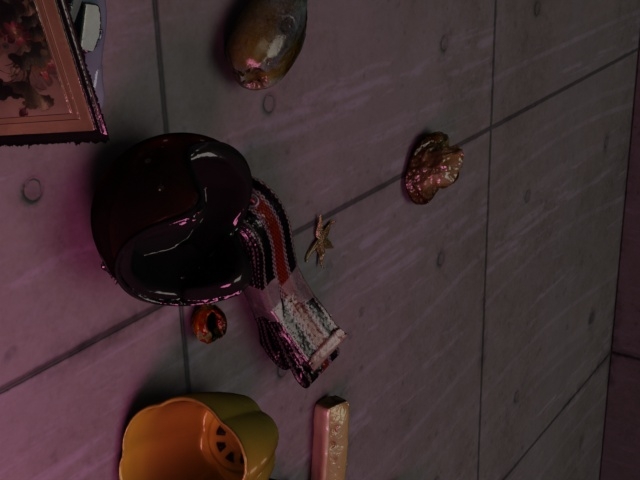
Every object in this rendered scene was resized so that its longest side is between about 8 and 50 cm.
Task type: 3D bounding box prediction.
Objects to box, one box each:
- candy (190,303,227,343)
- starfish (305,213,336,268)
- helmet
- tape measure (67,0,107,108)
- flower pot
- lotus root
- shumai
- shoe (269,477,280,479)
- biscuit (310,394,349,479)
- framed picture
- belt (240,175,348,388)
[{"bbox_3d":[-0.164,0.056,1.389,0.055,0.049,0.185,-27,115,-59],"label":"candy"},{"bbox_3d":[0.000,0.000,1.640,0.092,0.016,0.086,-51,137,-32],"label":"starfish"},{"bbox_3d":[-0.174,-0.028,1.189,0.216,0.193,0.189,-51,144,-18],"label":"helmet"},{"bbox_3d":[-0.298,-0.224,1.015,0.181,0.107,0.182,-21,121,-60],"label":"tape measure"},{"bbox_3d":[-0.152,0.296,1.366,0.179,0.195,0.195,-5,106,-70],"label":"flower pot"},{"bbox_3d":[-0.065,-0.295,1.368,0.113,0.088,0.192,74,38,-62],"label":"lotus root"},{"bbox_3d":[0.218,-0.127,1.871,0.139,0.105,0.123,-46,147,-2],"label":"shumai"},{"bbox_3d":[-0.043,0.460,1.665,0.227,0.099,0.112,25,72,-57],"label":"shoe"},{"bbox_3d":[0.014,0.370,1.756,0.056,0.052,0.188,-8,108,-39],"label":"biscuit"},{"bbox_3d":[-0.313,-0.173,0.934,0.010,0.195,0.199,-68,153,-54],"label":"framed picture"},{"bbox_3d":[-0.068,0.066,1.471,0.094,0.126,0.359,-44,130,-28],"label":"belt"}]
